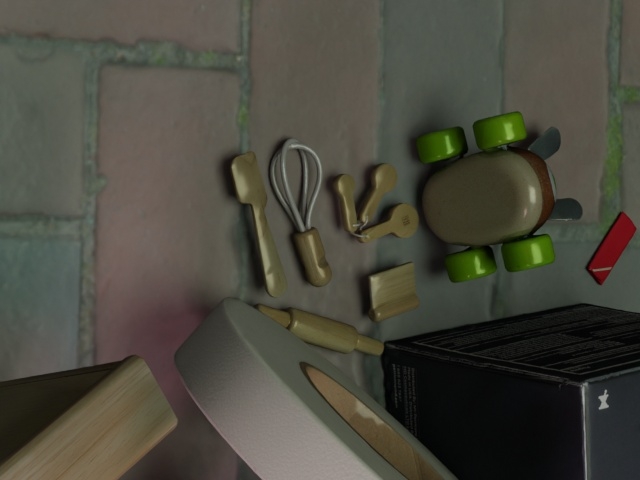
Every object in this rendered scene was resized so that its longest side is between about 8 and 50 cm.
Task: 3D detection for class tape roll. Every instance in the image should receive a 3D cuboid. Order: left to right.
[{"bbox_3d":[0.035,0.202,1.572,0.072,0.392,0.392,-47,122,4],"label":"tape roll"}]

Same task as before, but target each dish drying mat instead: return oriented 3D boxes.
[{"bbox_3d":[0.329,0.009,2.000,0.032,0.008,0.083,47,67,-28],"label":"dish drying mat"}]

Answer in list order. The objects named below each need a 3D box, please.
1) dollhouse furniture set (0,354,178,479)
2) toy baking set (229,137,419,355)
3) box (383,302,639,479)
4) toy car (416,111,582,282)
[{"bbox_3d":[-0.184,0.314,1.450,0.362,0.256,0.394,-40,109,-41],"label":"dollhouse furniture set"},{"bbox_3d":[0.000,0.007,1.749,0.256,0.030,0.197,13,83,-37],"label":"toy baking set"},{"bbox_3d":[0.269,0.182,1.793,0.296,0.294,0.183,-9,99,-35],"label":"box"},{"bbox_3d":[0.211,-0.054,1.837,0.188,0.149,0.155,-15,92,-46],"label":"toy car"}]
